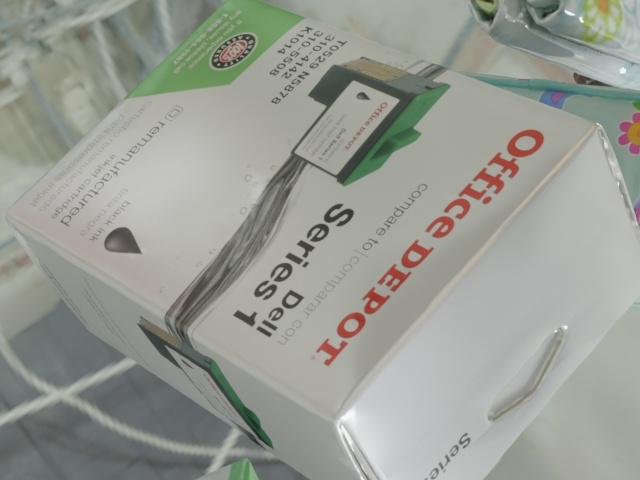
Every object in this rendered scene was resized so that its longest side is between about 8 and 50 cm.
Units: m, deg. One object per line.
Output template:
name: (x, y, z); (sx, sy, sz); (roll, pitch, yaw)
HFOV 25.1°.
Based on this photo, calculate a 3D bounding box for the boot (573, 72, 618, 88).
boot: (0.335, -0.157, 1.300); (0.219, 0.106, 0.082); (16, -14, -14)

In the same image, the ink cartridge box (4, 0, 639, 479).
ink cartridge box: (0.000, 0.000, 0.604); (0.219, 0.160, 0.092); (26, -25, 41)

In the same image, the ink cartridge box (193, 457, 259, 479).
ink cartridge box: (-0.025, 0.272, 0.619); (0.211, 0.122, 0.289); (-90, 154, -78)

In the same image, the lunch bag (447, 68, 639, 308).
lunch bag: (0.147, -0.021, 0.931); (0.279, 0.107, 0.224); (9, -13, 18)

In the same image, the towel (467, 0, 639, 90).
towel: (0.234, -0.262, 1.053); (0.090, 0.374, 0.320); (-13, -106, 44)
